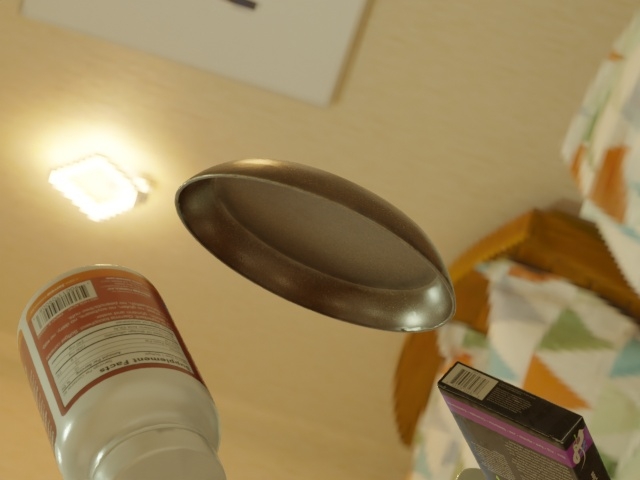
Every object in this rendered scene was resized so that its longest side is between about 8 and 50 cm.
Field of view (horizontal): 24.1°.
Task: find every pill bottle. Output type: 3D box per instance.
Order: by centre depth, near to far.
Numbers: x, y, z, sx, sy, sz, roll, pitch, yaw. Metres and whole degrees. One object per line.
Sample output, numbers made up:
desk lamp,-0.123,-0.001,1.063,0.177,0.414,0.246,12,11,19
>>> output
pill bottle,-0.144,0.121,1.099,0.216,0.121,0.121,56,134,51

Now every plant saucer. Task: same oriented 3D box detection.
plant saucer,0.000,0.000,1.541,0.310,0.310,0.050,116,177,-69

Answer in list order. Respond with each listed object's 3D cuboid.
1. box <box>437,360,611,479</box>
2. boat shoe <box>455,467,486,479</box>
box,0.155,0.162,1.051,0.029,0.116,0.162,-45,-49,-22
boat shoe,0.149,0.361,1.743,0.219,0.077,0.070,-54,-4,-47
